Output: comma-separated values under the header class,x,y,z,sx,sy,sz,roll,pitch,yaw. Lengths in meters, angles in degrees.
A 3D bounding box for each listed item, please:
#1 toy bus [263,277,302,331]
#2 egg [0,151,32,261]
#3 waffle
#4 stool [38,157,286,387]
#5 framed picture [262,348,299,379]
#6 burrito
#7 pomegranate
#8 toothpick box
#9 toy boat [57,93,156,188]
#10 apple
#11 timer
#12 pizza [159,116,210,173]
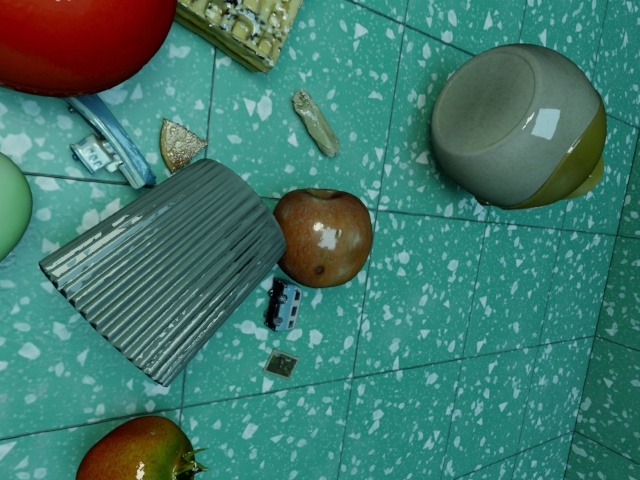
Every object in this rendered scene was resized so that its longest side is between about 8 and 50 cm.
class,x,y,z,sx,sy,sz,roll,pitch,yaw
toy bus,-0.089,0.158,1.057,0.075,0.060,0.122,8,98,-39
egg,-0.562,-0.035,0.608,0.270,0.220,0.220,-40,119,-22
waffle,-0.140,-0.559,0.840,0.261,0.114,0.376,26,86,-35
stool,-0.260,0.044,0.792,0.330,0.297,0.297,-44,120,-23
framed picture,-0.102,0.323,1.115,0.089,0.007,0.066,31,83,-34
burrito,-0.007,-0.275,1.029,0.058,0.045,0.188,-44,122,-10
pomegranate,-0.341,0.465,0.844,0.221,0.257,0.220,-9,90,-75
toothpick box,0.540,-0.281,1.173,0.426,0.409,0.408,17,90,-40
toy boat,-0.396,-0.172,0.770,0.102,0.088,0.215,-38,119,-17
apple,0.000,0.000,0.973,0.254,0.254,0.253,-8,104,-32
timer,-0.396,-0.398,0.596,0.378,0.279,0.377,-4,97,-34
pizza,-0.291,-0.185,0.875,0.100,0.029,0.099,23,95,-32
